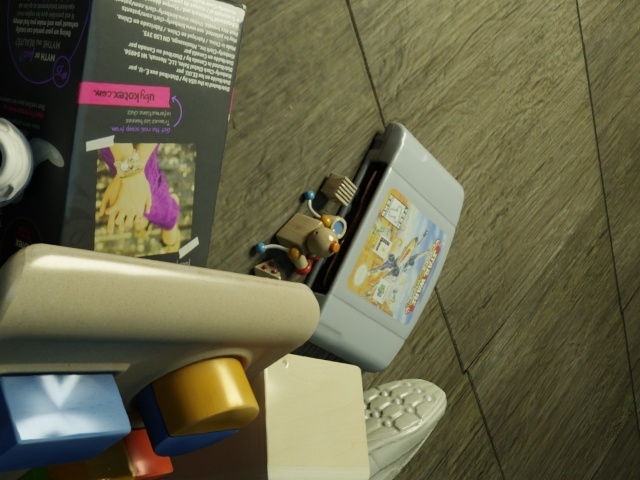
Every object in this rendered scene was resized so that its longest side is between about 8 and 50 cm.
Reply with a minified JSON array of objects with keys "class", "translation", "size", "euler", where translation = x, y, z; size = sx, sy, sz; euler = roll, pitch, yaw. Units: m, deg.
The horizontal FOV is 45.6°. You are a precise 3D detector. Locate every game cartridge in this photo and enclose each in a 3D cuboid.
[{"class":"game cartridge","translation":[0.088,0.020,1.010],"size":[0.198,0.062,0.297],"euler":[33,78,-42]}]

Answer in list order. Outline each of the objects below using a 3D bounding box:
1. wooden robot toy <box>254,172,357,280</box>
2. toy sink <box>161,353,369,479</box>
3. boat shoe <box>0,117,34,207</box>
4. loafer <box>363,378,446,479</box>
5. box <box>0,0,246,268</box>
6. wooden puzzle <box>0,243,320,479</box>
[{"class":"wooden robot toy","translation":[0.000,0.000,0.892],"size":[0.173,0.079,0.076],"euler":[-48,131,-24]},{"class":"toy sink","translation":[-0.089,0.200,0.806],"size":[0.153,0.234,0.131],"euler":[19,59,-46]},{"class":"boat shoe","translation":[-0.319,-0.050,0.474],"size":[0.258,0.084,0.095],"euler":[-10,94,-13]},{"class":"loafer","translation":[0.045,0.295,1.017],"size":[0.319,0.112,0.111],"euler":[-27,126,-29]},{"class":"box","translation":[-0.182,-0.074,0.618],"size":[0.143,0.165,0.270],"euler":[2,101,-48]},{"class":"wooden puzzle","translation":[-0.191,0.153,0.586],"size":[0.348,0.080,0.322],"euler":[-41,153,20]}]
